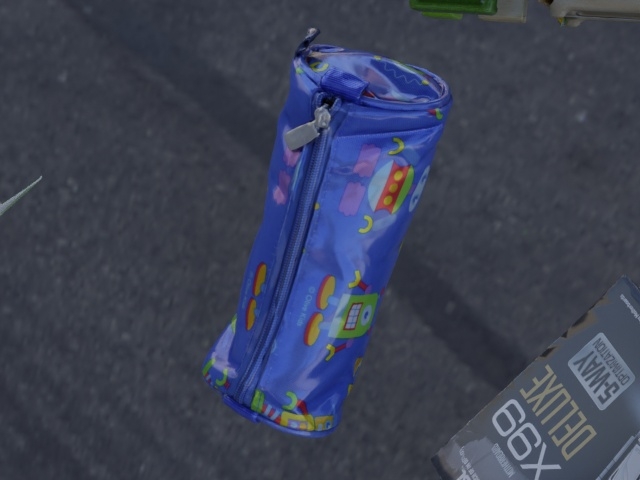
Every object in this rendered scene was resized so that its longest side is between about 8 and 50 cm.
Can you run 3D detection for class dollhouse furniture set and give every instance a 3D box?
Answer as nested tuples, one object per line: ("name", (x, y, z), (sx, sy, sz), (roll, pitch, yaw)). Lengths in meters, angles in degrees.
("dollhouse furniture set", (0.254, -0.302, 1.844), (0.301, 0.151, 0.197), (5, 5, 12))

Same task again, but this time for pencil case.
("pencil case", (0.000, 0.000, 1.353), (0.119, 0.306, 0.133), (28, 22, 27))

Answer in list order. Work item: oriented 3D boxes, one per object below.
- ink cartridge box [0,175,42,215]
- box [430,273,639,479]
("ink cartridge box", (-0.393, -0.002, 1.816), (0.056, 0.171, 0.235), (48, 20, -8))
("box", (0.252, 0.212, 1.454), (0.076, 0.242, 0.307), (35, 16, -40))
